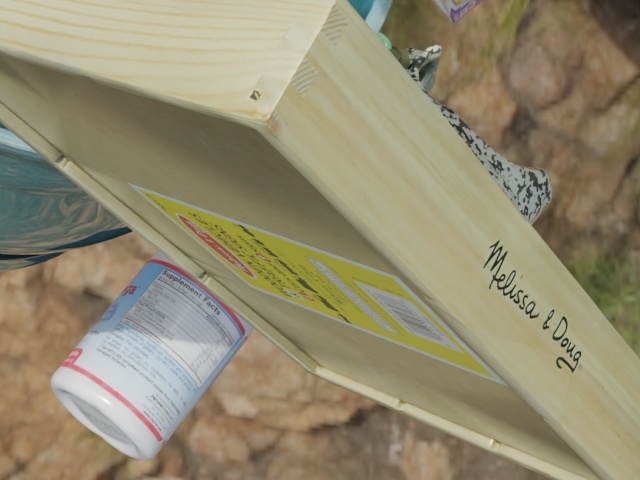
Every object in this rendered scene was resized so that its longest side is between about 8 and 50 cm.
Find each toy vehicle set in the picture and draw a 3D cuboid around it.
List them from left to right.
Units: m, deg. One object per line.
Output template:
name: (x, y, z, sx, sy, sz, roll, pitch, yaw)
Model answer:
toy vehicle set: (0.000, 0.000, 0.488, 0.166, 0.035, 0.267, 20, 164, 39)

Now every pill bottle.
pill bottle: (-0.100, 0.062, 1.054, 0.087, 0.160, 0.087, 32, 158, 15)

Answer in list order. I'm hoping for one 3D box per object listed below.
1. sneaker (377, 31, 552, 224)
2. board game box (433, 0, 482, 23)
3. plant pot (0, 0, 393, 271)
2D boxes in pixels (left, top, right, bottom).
sneaker: (0.003, -0.105, 1.156, 0.410, 0.182, 0.158, 45, 146, 11)
board game box: (0.191, -0.363, 1.488, 0.275, 0.144, 0.142, -38, 167, -7)
plant pot: (-0.135, -0.109, 0.711, 0.271, 0.272, 0.255, 23, 152, -13)
